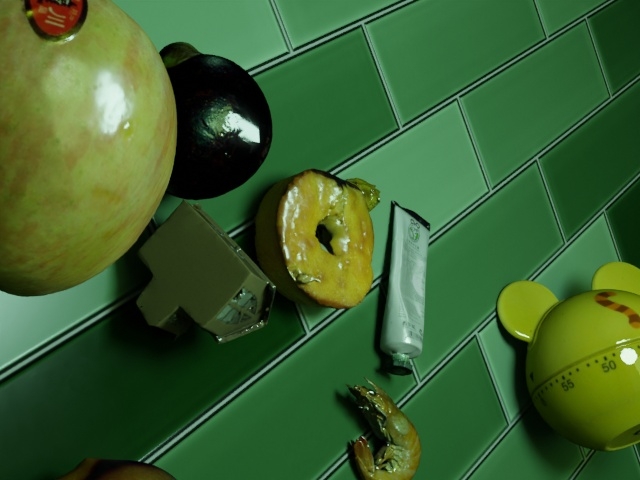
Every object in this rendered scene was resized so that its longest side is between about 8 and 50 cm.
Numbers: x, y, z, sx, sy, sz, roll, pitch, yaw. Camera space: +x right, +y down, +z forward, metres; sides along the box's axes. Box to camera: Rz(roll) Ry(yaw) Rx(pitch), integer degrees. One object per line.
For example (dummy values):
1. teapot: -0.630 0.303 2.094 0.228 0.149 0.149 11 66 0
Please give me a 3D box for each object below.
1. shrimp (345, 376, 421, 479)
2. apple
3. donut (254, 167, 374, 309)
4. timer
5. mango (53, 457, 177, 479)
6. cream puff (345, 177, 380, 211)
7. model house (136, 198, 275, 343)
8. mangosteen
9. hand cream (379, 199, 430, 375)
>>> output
1. shrimp: 0.105 0.346 1.897 0.150 0.068 0.248 -46 121 -36
2. apple: -0.362 -0.129 1.254 0.391 0.391 0.346 41 69 -35
3. donut: -0.002 0.000 1.806 0.253 0.118 0.253 12 73 -43
4. timer: 0.587 0.234 2.265 0.376 0.376 0.387 10 50 -46
5. mango: -0.298 0.388 1.383 0.287 0.153 0.201 -16 84 -50
6. cream puff: 0.071 -0.081 1.941 0.083 0.058 0.083 25 63 -40
7. model house: -0.161 0.082 1.620 0.176 0.181 0.248 -46 156 1
8. mangosteen: -0.192 -0.174 1.571 0.243 0.243 0.243 11 74 -46
9. hand cream: 0.161 0.089 2.014 0.121 0.076 0.336 37 51 -43
